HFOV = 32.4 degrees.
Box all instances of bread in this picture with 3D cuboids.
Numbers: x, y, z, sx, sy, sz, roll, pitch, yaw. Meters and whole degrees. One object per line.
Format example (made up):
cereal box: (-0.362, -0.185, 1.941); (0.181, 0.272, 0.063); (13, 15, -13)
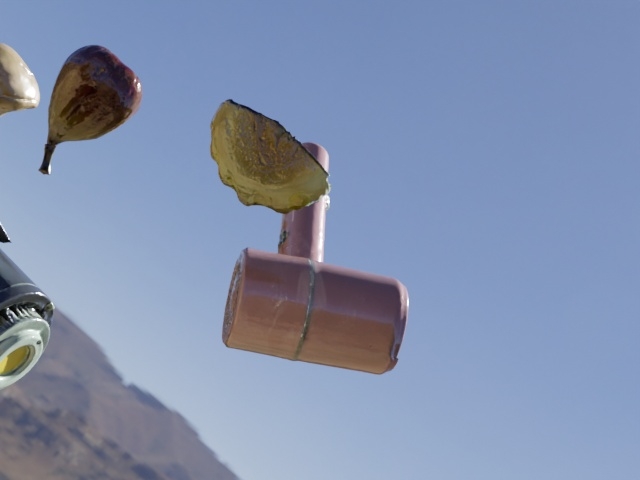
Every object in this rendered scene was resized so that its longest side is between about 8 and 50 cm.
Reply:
bread: (-0.062, -0.080, 1.221); (0.157, 0.094, 0.083); (24, -24, 10)

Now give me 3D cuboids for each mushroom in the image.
mushroom: (-0.670, -0.220, 1.851); (0.137, 0.408, 0.154); (58, 17, -48)

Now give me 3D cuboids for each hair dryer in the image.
hair dryer: (0.000, 0.000, 1.417); (0.210, 0.352, 0.125); (11, -40, -9)

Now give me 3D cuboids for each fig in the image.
fig: (-0.474, -0.247, 2.171); (0.170, 0.274, 0.145); (36, -5, -5)

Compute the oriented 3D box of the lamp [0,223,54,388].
lamp: (-0.538, 0.105, 1.642); (0.272, 0.205, 0.374); (54, -37, 5)
